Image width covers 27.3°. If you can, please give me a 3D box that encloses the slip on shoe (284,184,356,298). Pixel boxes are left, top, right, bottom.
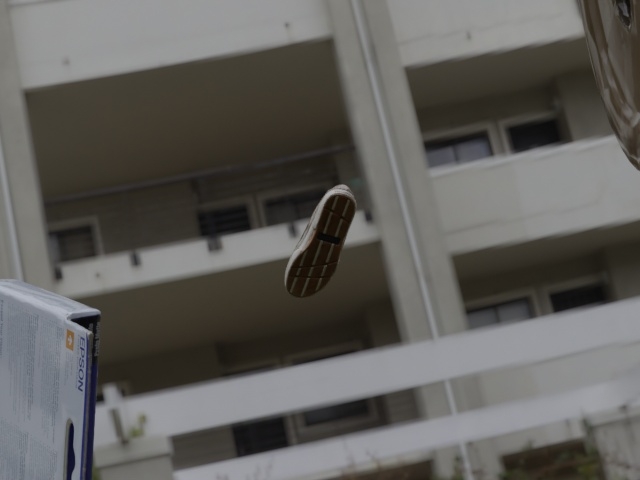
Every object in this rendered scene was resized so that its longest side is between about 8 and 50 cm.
[{"bbox_3d":[0.000,0.000,1.432,0.051,0.135,0.041,18,21,-9],"label":"slip on shoe"}]

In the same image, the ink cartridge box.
[{"bbox_3d":[-0.229,0.157,1.103,0.045,0.223,0.224,-2,11,-37],"label":"ink cartridge box"}]

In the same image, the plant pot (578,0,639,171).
[{"bbox_3d":[0.279,-0.152,0.648,0.280,0.323,0.323,-11,-15,2],"label":"plant pot"}]
